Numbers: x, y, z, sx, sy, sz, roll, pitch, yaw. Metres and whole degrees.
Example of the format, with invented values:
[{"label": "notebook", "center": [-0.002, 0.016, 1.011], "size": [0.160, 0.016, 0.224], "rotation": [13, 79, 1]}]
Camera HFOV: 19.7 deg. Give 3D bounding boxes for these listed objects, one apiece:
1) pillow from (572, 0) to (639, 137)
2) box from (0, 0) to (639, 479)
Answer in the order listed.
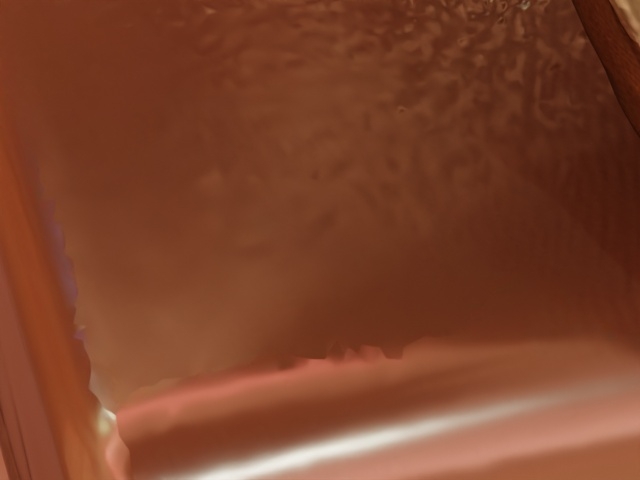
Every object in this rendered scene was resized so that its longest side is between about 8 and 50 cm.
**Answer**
[{"label": "pillow", "center": [0.126, -0.188, 0.435], "size": [0.305, 0.108, 0.308], "rotation": [-46, 120, -32]}, {"label": "box", "center": [0.000, 0.000, 0.616], "size": [0.229, 0.339, 0.239], "rotation": [-13, 142, -14]}]
